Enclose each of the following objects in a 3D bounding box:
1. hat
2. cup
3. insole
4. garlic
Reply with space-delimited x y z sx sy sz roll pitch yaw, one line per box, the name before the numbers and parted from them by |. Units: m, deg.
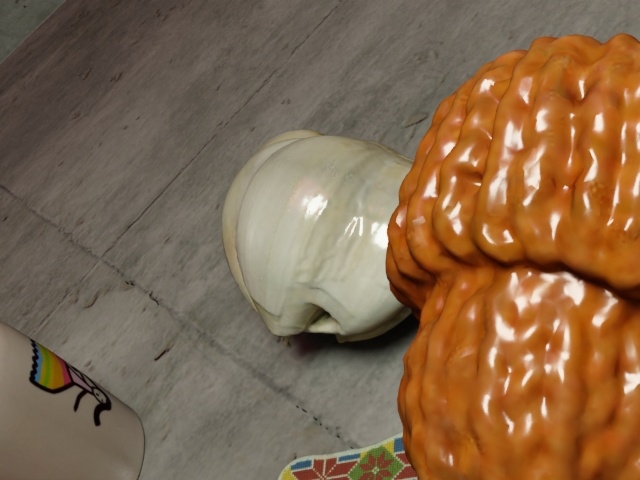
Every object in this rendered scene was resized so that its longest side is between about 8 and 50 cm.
hat | 0.135 0.102 0.507 0.285 0.285 0.400 16 75 48
cup | -0.295 0.205 0.782 0.191 0.200 0.253 -39 38 1
insole | 0.044 0.185 0.677 0.193 0.006 0.065 -17 42 26
garlic | -0.008 -0.004 0.773 0.281 0.184 0.203 23 88 48
